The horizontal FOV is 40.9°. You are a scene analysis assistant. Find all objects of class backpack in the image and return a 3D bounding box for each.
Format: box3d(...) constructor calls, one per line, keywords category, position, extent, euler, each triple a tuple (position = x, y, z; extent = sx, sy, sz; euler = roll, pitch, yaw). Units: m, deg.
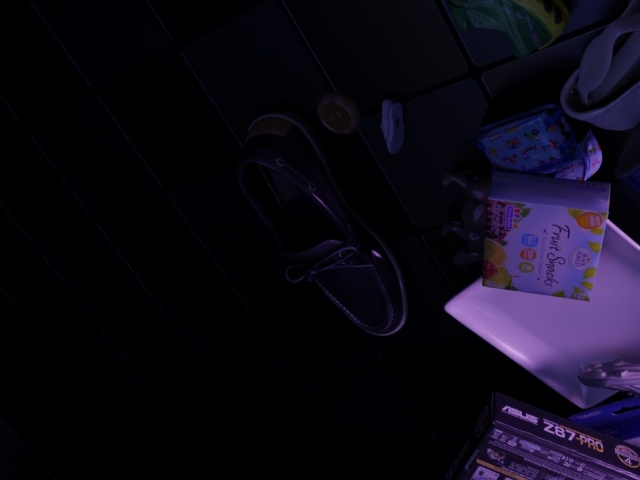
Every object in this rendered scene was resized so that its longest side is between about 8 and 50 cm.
box3d(category="backpack", position=(0.340, -0.136, 1.314), extent=(0.158, 0.117, 0.173), euler=(-14, 120, 38))

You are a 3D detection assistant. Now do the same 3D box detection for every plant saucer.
box3d(category="plant saucer", position=(0.029, -0.218, 1.493), extent=(0.083, 0.015, 0.083), euler=(15, 132, 18))

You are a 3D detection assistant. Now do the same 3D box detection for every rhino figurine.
box3d(category="rhino figurine", position=(0.265, -0.024, 1.476), extent=(0.106, 0.073, 0.243), euler=(7, 132, 16))

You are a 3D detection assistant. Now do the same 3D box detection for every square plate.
box3d(category="square plate", position=(0.449, 0.114, 1.473), extent=(0.347, 0.049, 0.344), euler=(36, 131, -9))

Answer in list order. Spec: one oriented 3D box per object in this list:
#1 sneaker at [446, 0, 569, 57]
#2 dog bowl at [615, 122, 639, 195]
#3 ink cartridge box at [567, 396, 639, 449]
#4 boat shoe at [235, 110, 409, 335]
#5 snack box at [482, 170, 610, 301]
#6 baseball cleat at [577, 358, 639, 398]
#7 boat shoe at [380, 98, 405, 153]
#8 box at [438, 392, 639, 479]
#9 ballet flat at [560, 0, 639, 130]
box3d(category="sneaker", position=(0.207, -0.362, 1.207), extent=(0.295, 0.109, 0.123), euler=(38, 131, -4))
box3d(category="dog bowl", position=(0.503, -0.157, 1.098), extent=(0.104, 0.265, 0.265), euler=(36, 135, 3))
box3d(category="ink cartridge box", position=(0.612, 0.367, 1.580), extent=(0.224, 0.045, 0.223), euler=(37, 137, -23))
box3d(category="boat shoe", position=(0.000, 0.000, 1.592), extent=(0.187, 0.156, 0.500), euler=(-14, 119, 35))
box3d(category="snack box", position=(0.343, -0.005, 1.320), extent=(0.174, 0.070, 0.207), euler=(8, 140, 14))
box3d(category="baseball cleat", position=(0.547, 0.255, 1.459), extent=(0.206, 0.072, 0.109), euler=(-6, 107, 24))
box3d(category="boat shoe", position=(0.119, -0.195, 1.452), extent=(0.035, 0.035, 0.100), euler=(36, 147, 39))
box3d(category="box", position=(0.439, 0.485, 1.609), extent=(0.395, 0.097, 0.318), euler=(20, 121, -1))
box3d(category="ballet flat", position=(0.441, -0.290, 1.097), extent=(0.139, 0.139, 0.400), euler=(31, 137, 3))
